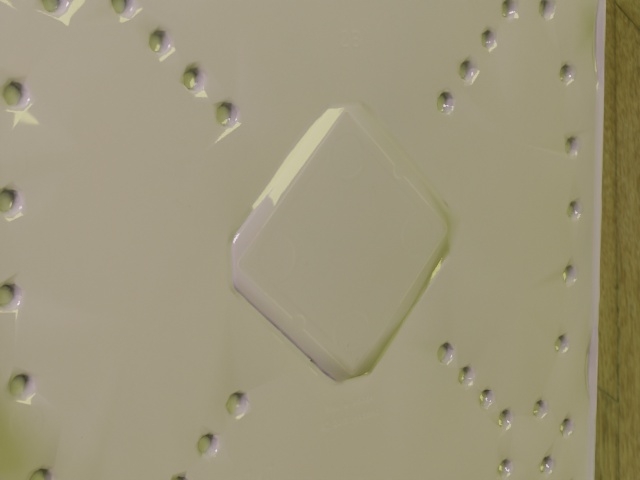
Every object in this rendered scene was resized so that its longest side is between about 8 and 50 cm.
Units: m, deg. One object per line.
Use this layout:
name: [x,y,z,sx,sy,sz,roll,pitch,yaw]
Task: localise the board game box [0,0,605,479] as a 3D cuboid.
board game box: [0.000,0.000,0.555,0.390,0.050,0.390,-8,102,-37]
